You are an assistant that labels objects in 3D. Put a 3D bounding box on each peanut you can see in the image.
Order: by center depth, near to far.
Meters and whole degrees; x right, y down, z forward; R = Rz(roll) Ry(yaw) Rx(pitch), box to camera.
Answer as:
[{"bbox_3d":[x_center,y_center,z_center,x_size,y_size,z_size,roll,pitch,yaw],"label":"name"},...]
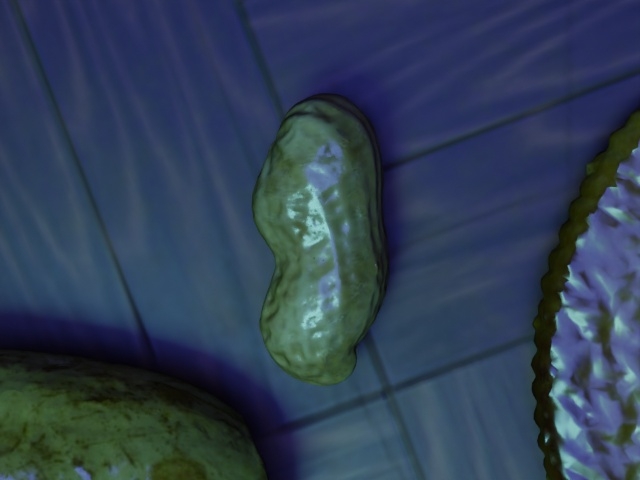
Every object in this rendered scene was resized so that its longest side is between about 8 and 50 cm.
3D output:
[{"bbox_3d":[0.000,0.000,0.687,0.054,0.054,0.113,1,94,3],"label":"peanut"}]

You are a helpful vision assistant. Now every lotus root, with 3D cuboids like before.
[{"bbox_3d":[-0.146,0.094,0.680,0.258,0.097,0.110,-3,91,0],"label":"lotus root"}]

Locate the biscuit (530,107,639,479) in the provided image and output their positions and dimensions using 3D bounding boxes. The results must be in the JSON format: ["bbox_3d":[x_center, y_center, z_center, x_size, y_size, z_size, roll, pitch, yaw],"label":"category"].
[{"bbox_3d":[0.230,0.052,0.681,0.305,0.038,0.305,0,92,3],"label":"biscuit"}]
